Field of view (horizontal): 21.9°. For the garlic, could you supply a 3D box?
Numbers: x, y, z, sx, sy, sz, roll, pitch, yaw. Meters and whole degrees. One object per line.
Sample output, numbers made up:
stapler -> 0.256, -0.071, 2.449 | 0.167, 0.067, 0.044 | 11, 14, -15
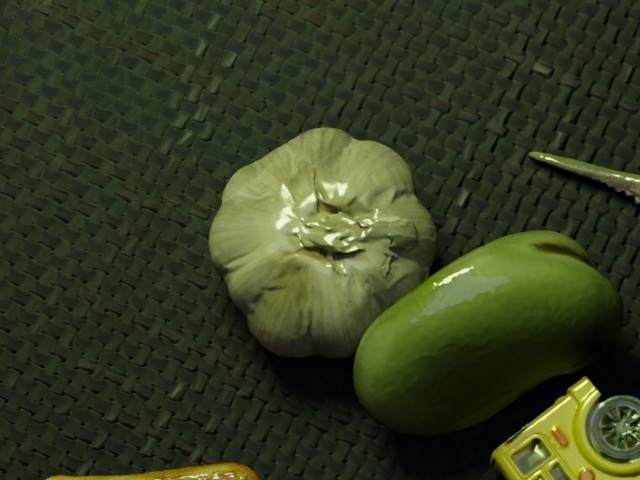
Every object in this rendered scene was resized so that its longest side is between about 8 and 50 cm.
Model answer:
garlic -> 0.004, 0.001, 1.581 | 0.228, 0.152, 0.227 | -2, 79, 10

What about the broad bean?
broad bean -> 0.155, 0.089, 1.539 | 0.263, 0.189, 0.121 | -32, 43, -7

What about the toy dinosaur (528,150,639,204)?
toy dinosaur -> 0.348, -0.024, 1.604 | 0.200, 0.072, 0.251 | -29, 86, 8

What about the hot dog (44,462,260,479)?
hot dog -> -0.157, 0.264, 1.567 | 0.249, 0.102, 0.076 | -5, 118, 5

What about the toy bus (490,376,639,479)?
toy bus -> 0.299, 0.290, 1.496 | 0.152, 0.144, 0.330 | -35, 76, -4
